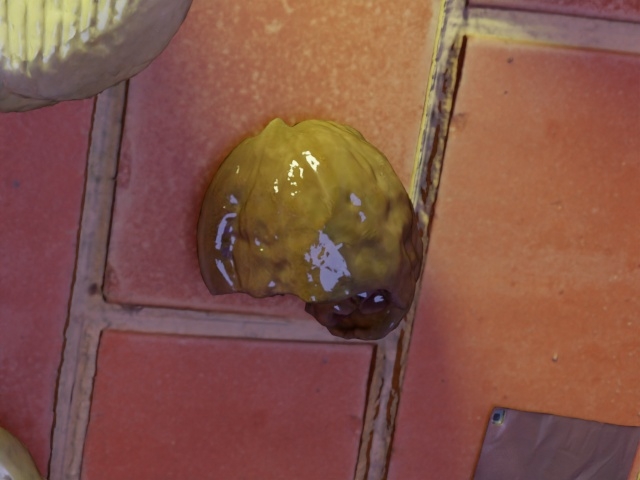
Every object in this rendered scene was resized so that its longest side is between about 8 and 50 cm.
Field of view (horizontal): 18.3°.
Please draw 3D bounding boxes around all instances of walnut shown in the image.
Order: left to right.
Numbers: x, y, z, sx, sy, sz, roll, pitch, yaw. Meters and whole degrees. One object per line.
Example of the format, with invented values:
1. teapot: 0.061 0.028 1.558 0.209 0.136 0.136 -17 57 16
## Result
1. walnut: 0.008 -0.009 1.949 0.238 0.141 0.204 20 96 -24

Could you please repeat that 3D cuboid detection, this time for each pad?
1. pad: 0.256 0.244 2.176 0.188 0.006 0.113 9 103 -21

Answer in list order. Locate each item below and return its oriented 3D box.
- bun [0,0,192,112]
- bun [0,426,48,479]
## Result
1. bun: -0.279 -0.282 1.718 0.352 0.227 0.349 13 80 -15
2. bun: -0.364 0.276 1.925 0.239 0.141 0.239 -3 104 -11
